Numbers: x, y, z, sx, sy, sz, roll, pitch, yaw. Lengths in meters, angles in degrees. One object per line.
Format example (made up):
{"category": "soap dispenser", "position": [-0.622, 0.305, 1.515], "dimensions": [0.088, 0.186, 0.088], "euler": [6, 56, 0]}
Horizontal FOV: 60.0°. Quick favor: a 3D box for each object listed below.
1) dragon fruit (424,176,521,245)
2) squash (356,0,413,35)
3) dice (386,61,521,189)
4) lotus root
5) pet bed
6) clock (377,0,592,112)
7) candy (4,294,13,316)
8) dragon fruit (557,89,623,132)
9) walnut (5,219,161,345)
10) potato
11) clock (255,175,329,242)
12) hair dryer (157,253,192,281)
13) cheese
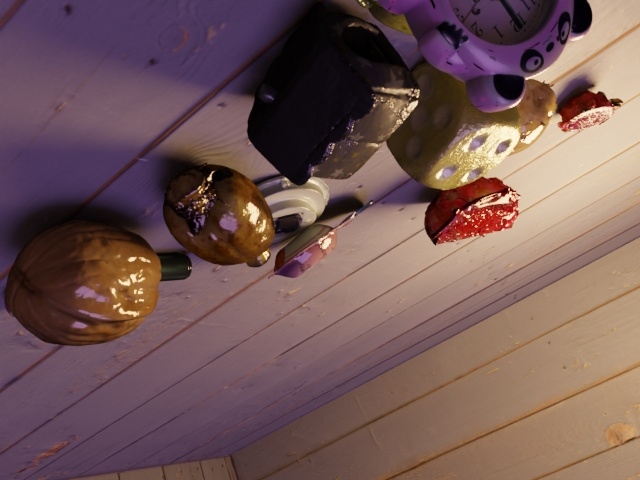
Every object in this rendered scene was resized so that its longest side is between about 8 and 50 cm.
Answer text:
{"category": "dragon fruit", "position": [0.352, -0.082, 1.336], "dimensions": [0.262, 0.189, 0.162], "euler": [-14, 114, -27]}
{"category": "squash", "position": [0.144, -0.337, 0.759], "dimensions": [0.288, 0.137, 0.137], "euler": [4, 145, -19]}
{"category": "dice", "position": [0.227, -0.204, 0.972], "dimensions": [0.166, 0.169, 0.169], "euler": [1, 144, -38]}
{"category": "lotus root", "position": [-0.173, -0.037, 0.986], "dimensions": [0.170, 0.141, 0.314], "euler": [-12, 150, 13]}
{"category": "pet bed", "position": [0.002, -0.205, 0.787], "dimensions": [0.159, 0.183, 0.211], "euler": [-6, 152, -43]}
{"category": "clock", "position": [0.202, -0.301, 0.668], "dimensions": [0.227, 0.248, 0.090], "euler": [-45, -164, -8]}
{"category": "candy", "position": [-0.559, 0.115, 1.082], "dimensions": [0.103, 0.043, 0.103], "euler": [-19, 153, -10]}
{"category": "dragon fruit", "position": [0.578, -0.290, 1.216], "dimensions": [0.112, 0.068, 0.126], "euler": [-7, 164, -8]}
{"category": "walnut", "position": [-0.395, 0.075, 0.957], "dimensions": [0.225, 0.225, 0.261], "euler": [-36, 156, 25]}
{"category": "potato", "position": [0.347, -0.220, 1.086], "dimensions": [0.235, 0.128, 0.161], "euler": [-20, 150, 6]}
{"category": "clock", "position": [-0.085, -0.047, 1.149], "dimensions": [0.237, 0.053, 0.236], "euler": [-18, 152, -10]}
{"category": "hair dryer", "position": [-0.361, 0.087, 1.195], "dimensions": [0.100, 0.057, 0.198], "euler": [1, 153, -39]}
{"category": "cheese", "position": [0.000, 0.000, 1.230], "dimensions": [0.286, 0.074, 0.189], "euler": [-37, 179, -10]}
